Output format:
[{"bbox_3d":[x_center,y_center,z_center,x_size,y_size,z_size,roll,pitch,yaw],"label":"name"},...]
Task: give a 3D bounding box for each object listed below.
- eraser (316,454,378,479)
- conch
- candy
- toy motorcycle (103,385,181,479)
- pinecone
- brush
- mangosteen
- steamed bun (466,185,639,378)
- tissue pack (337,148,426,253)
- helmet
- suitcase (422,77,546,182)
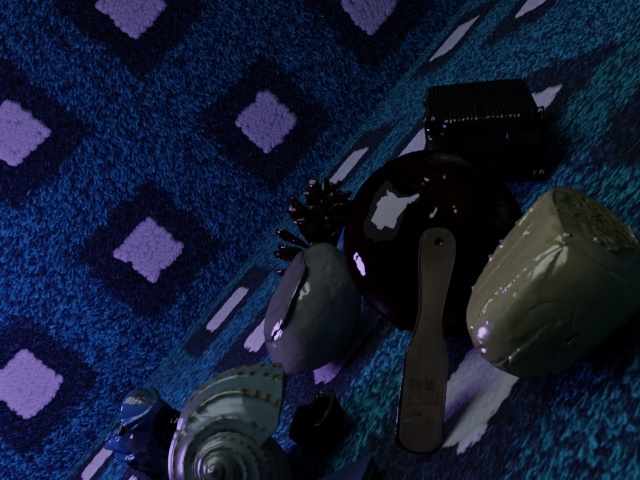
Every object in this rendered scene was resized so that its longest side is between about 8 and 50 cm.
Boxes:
[{"bbox_3d":[0.010,0.406,1.441,0.225,0.036,0.082,-38,15,41],"label":"eraser"},{"bbox_3d":[-0.159,0.361,1.641,0.319,0.215,0.302,155,123,-79],"label":"conch"},{"bbox_3d":[-0.012,0.152,1.956,0.295,0.185,0.295,-63,7,13],"label":"candy"},{"bbox_3d":[-0.432,0.479,2.312,0.416,0.232,0.172,-34,21,52],"label":"toy motorcycle"},{"bbox_3d":[0.000,0.000,2.226,0.244,0.244,0.309,166,102,-70],"label":"pinecone"},{"bbox_3d":[0.158,0.145,1.349,0.065,0.070,0.327,17,-101,-81],"label":"brush"},{"bbox_3d":[0.180,0.020,1.526,0.307,0.307,0.347,-56,-13,-33],"label":"mangosteen"},{"bbox_3d":[0.307,0.064,1.192,0.232,0.166,0.273,-57,2,22],"label":"steamed bun"},{"bbox_3d":[0.183,-0.056,2.039,0.263,0.146,0.198,-41,12,29],"label":"tissue pack"},{"bbox_3d":[0.003,0.326,1.644,0.123,0.070,0.098,-34,23,27],"label":"helmet"},{"bbox_3d":[0.322,-0.226,1.853,0.230,0.152,0.335,-3,22,7],"label":"suitcase"}]
